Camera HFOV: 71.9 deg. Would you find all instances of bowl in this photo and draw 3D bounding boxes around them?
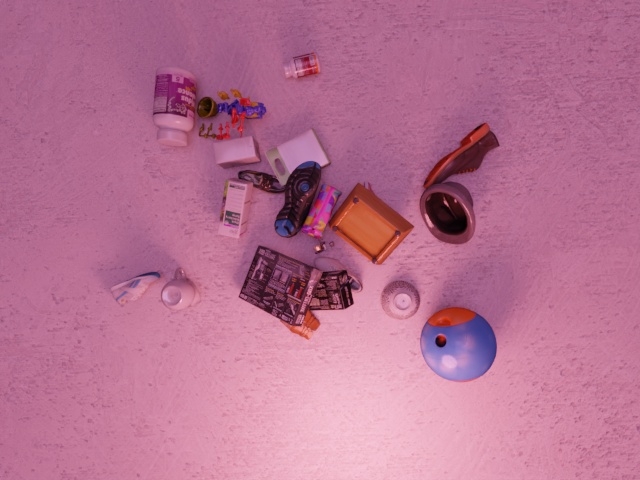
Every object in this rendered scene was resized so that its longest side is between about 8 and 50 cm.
[{"bbox_3d":[0.339,0.254,1.846,0.170,0.080,0.170,0,88,3],"label":"bowl"}]

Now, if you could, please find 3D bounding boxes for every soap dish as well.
[{"bbox_3d":[0.197,-0.057,1.803,0.291,0.118,0.229,39,119,2],"label":"soap dish"}]

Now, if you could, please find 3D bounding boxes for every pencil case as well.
[{"bbox_3d":[0.004,-0.119,1.839,0.104,0.104,0.236,22,75,3],"label":"pencil case"}]

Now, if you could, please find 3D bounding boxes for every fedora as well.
[{"bbox_3d":[0.537,-0.131,1.802,0.124,0.244,0.275,-42,116,-31],"label":"fedora"}]

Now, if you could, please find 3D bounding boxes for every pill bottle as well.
[{"bbox_3d":[-0.080,-0.746,1.888,0.152,0.086,0.086,-12,88,3],"label":"pill bottle"},{"bbox_3d":[-0.618,-0.561,1.868,0.169,0.169,0.301,3,89,3],"label":"pill bottle"}]

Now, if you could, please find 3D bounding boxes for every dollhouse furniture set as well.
[{"bbox_3d":[0.000,0.000,1.853,0.091,0.114,0.081,-24,83,4],"label":"dollhouse furniture set"}]

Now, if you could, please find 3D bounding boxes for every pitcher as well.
[{"bbox_3d":[-0.586,0.199,1.830,0.125,0.207,0.177,-23,86,2],"label":"pitcher"}]

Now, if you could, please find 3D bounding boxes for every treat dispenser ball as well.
[{"bbox_3d":[0.537,0.406,1.727,0.288,0.288,0.288,0,89,3],"label":"treat dispenser ball"}]

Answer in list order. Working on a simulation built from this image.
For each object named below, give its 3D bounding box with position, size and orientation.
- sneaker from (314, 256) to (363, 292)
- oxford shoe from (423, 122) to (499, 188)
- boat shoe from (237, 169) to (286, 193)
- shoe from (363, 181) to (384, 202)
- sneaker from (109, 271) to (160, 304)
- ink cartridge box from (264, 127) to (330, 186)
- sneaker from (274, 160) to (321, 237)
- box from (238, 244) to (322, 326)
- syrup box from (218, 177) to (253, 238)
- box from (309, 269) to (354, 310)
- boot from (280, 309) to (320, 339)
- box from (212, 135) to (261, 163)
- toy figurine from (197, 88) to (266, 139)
[{"bbox_3d":[0.079,0.141,1.855,0.235,0.095,0.090,30,92,5],"label":"sneaker"},{"bbox_3d":[0.587,-0.320,1.827,0.364,0.130,0.132,-42,96,4],"label":"oxford shoe"},{"bbox_3d":[-0.249,-0.252,1.889,0.224,0.073,0.080,15,89,3],"label":"boat shoe"},{"bbox_3d":[0.233,-0.166,1.872,0.081,0.063,0.178,-9,93,1],"label":"shoe"},{"bbox_3d":[-0.788,0.201,1.906,0.229,0.087,0.092,-21,94,9],"label":"sneaker"},{"bbox_3d":[-0.096,-0.354,1.894,0.235,0.056,0.171,-27,87,3],"label":"ink cartridge box"},{"bbox_3d":[-0.092,-0.172,1.853,0.125,0.139,0.340,25,90,12],"label":"sneaker"},{"bbox_3d":[-0.169,0.180,1.807,0.307,0.076,0.242,20,89,32],"label":"box"},{"bbox_3d":[-0.356,-0.136,1.852,0.093,0.096,0.236,14,105,5],"label":"syrup box"},{"bbox_3d":[0.031,0.205,1.804,0.180,0.077,0.147,-9,96,37],"label":"box"},{"bbox_3d":[-0.058,0.311,1.876,0.152,0.073,0.197,36,89,-5],"label":"boot"},{"bbox_3d":[-0.352,-0.372,1.870,0.171,0.130,0.091,-9,89,2],"label":"box"},{"bbox_3d":[-0.344,-0.525,1.878,0.363,0.217,0.191,10,106,46],"label":"toy figurine"}]
